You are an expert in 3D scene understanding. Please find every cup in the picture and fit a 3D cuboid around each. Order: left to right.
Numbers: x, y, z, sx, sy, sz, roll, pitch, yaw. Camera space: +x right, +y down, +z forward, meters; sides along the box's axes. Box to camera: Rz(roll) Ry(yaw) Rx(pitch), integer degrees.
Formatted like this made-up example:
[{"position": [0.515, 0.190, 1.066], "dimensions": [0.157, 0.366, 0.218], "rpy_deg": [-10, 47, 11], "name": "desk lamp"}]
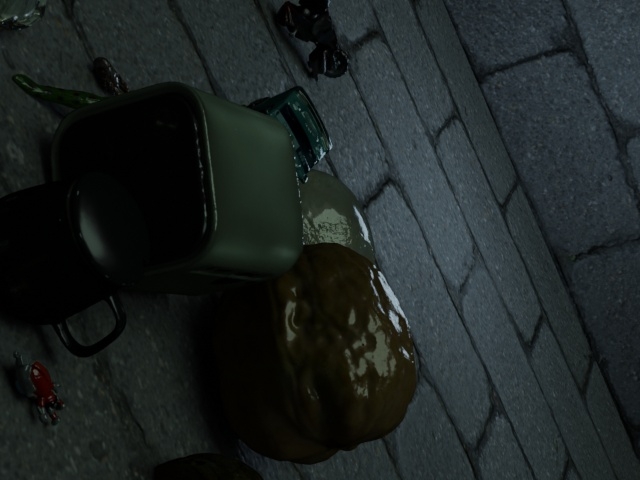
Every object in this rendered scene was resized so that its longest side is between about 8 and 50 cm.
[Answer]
[{"position": [-0.300, 0.030, 1.443], "dimensions": [0.223, 0.177, 0.169], "rpy_deg": [66, 22, -8], "name": "cup"}]

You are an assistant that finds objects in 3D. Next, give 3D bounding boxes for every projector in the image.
[{"position": [-0.192, -0.061, 1.627], "dimensions": [0.249, 0.249, 0.248], "rpy_deg": [12, 69, -63], "name": "projector"}]

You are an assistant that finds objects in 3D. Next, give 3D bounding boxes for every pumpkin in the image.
[{"position": [-0.141, 0.396, 1.564], "dimensions": [0.131, 0.126, 0.248], "rpy_deg": [29, 48, -53], "name": "pumpkin"}]

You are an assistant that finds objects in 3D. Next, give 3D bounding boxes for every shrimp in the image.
[{"position": [-0.314, -0.238, 1.784], "dimensions": [0.092, 0.029, 0.038], "rpy_deg": [48, 32, -47], "name": "shrimp"}]

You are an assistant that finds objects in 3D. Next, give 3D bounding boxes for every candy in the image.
[{"position": [0.000, 0.000, 2.081], "dimensions": [0.295, 0.185, 0.295], "rpy_deg": [47, 29, -36], "name": "candy"}]

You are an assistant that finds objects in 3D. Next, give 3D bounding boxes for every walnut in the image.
[{"position": [-0.015, 0.160, 1.797], "dimensions": [0.306, 0.306, 0.344], "rpy_deg": [34, 36, -53], "name": "walnut"}]

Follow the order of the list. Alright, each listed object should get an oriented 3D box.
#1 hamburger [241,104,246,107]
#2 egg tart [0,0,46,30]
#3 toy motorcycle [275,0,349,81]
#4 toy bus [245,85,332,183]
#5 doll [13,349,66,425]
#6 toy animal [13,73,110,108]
[{"position": [-0.114, -0.175, 2.083], "dimensions": [0.137, 0.087, 0.166], "rpy_deg": [68, 23, -3], "name": "hamburger"}, {"position": [-0.438, -0.392, 1.567], "dimensions": [0.234, 0.094, 0.234], "rpy_deg": [45, 33, -41], "name": "egg tart"}, {"position": [-0.018, -0.426, 2.456], "dimensions": [0.082, 0.122, 0.213], "rpy_deg": [-92, 165, -57], "name": "toy motorcycle"}, {"position": [-0.126, -0.130, 1.826], "dimensions": [0.128, 0.256, 0.147], "rpy_deg": [62, 29, -18], "name": "toy bus"}, {"position": [-0.342, 0.171, 1.418], "dimensions": [0.057, 0.039, 0.114], "rpy_deg": [-50, 130, -31], "name": "doll"}, {"position": [-0.340, -0.184, 1.669], "dimensions": [0.217, 0.075, 0.041], "rpy_deg": [13, 53, -29], "name": "toy animal"}]
